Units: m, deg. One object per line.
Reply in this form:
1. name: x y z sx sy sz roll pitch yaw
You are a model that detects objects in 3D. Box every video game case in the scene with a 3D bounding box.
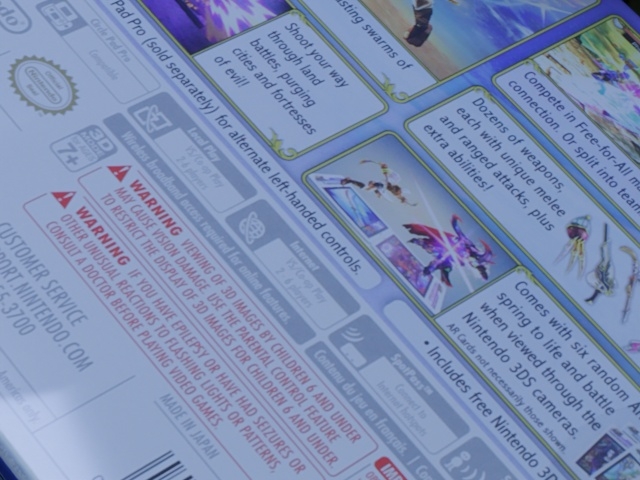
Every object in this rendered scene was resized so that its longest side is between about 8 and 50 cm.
1. video game case: 0.000 0.000 0.498 0.244 0.061 0.269 -29 66 -31
